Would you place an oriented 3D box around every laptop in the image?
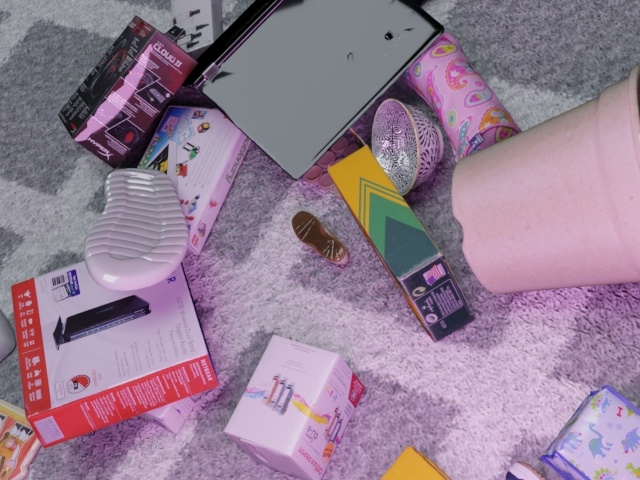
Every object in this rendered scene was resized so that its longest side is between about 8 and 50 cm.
[{"bbox_3d":[-0.037,-0.348,2.063,0.382,0.236,0.408,-45,17,-3],"label":"laptop"}]

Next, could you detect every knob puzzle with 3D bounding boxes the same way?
[{"bbox_3d":[-0.585,0.374,1.909,0.213,0.030,0.213,-12,54,16],"label":"knob puzzle"}]

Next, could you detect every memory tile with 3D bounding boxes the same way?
[{"bbox_3d":[0.025,-0.141,2.000,0.148,0.012,0.113,31,74,36],"label":"memory tile"}]

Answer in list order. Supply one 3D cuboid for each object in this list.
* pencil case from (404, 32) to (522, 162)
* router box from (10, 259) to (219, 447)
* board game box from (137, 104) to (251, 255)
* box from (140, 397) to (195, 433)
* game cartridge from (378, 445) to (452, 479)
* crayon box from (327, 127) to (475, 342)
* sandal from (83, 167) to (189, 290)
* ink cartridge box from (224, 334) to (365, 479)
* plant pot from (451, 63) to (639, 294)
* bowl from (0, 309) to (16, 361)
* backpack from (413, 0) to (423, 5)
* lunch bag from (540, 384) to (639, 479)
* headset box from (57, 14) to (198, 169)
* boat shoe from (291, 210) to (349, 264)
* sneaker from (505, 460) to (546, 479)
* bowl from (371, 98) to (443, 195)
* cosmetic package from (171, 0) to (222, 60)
[{"bbox_3d":[0.244,-0.239,1.902,0.124,0.124,0.284,-28,52,4],"label":"pencil case"},{"bbox_3d":[-0.355,0.157,1.846,0.301,0.082,0.335,-20,41,-6],"label":"router box"},{"bbox_3d":[-0.263,-0.122,2.088,0.193,0.053,0.305,8,61,28],"label":"board game box"},{"bbox_3d":[-0.361,0.237,1.879,0.324,0.067,0.063,19,66,32],"label":"box"},{"bbox_3d":[0.108,0.480,1.457,0.324,0.052,0.285,-51,41,1],"label":"game cartridge"},{"bbox_3d":[0.117,-0.011,1.751,0.081,0.202,0.318,-31,50,1],"label":"crayon box"},{"bbox_3d":[-0.308,-0.005,1.886,0.169,0.102,0.416,2,28,-4],"label":"sandal"},{"bbox_3d":[-0.038,0.261,1.679,0.127,0.128,0.176,14,66,31],"label":"ink cartridge box"},{"bbox_3d":[0.375,-0.055,1.620,0.305,0.334,0.334,-16,52,28],"label":"plant pot"},{"bbox_3d":[-0.658,0.187,2.054,0.142,0.053,0.142,-38,53,-3],"label":"bowl"},{"bbox_3d":[0.140,-0.566,2.128,0.166,0.144,0.188,-48,56,21],"label":"backpack"},{"bbox_3d":[0.401,0.294,1.486,0.151,0.096,0.129,38,77,8],"label":"lunch bag"},{"bbox_3d":[-0.373,-0.308,2.142,0.293,0.110,0.218,-52,27,2],"label":"headset box"},{"bbox_3d":[0.000,0.000,1.894,0.050,0.045,0.135,-44,55,1],"label":"boat shoe"},{"bbox_3d":[0.288,0.435,1.436,0.153,0.099,0.282,-33,54,-2],"label":"sneaker"},{"bbox_3d":[0.161,-0.164,1.886,0.080,0.170,0.170,-9,47,-22],"label":"bowl"},{"bbox_3d":[-0.264,-0.471,2.322,0.099,0.060,0.239,-17,53,12],"label":"cosmetic package"}]
